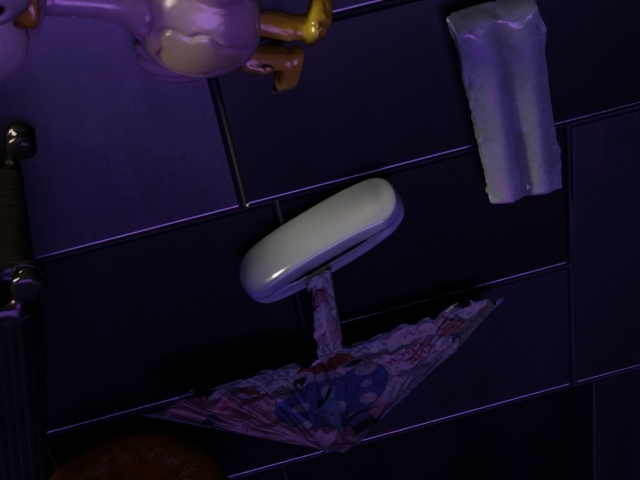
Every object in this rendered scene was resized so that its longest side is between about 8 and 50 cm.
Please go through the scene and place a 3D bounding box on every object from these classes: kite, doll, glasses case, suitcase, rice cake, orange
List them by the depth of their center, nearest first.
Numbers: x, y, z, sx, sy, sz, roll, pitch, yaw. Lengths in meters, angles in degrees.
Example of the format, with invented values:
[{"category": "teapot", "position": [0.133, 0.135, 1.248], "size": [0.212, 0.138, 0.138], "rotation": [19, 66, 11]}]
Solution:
[{"category": "doll", "position": [-0.179, -0.182, 0.980], "size": [0.365, 0.094, 0.160], "rotation": [-1, 156, -22]}, {"category": "suitcase", "position": [-0.315, 0.099, 1.090], "size": [0.152, 0.230, 0.335], "rotation": [-4, 129, -12]}, {"category": "rice cake", "position": [0.180, -0.129, 1.168], "size": [0.085, 0.040, 0.226], "rotation": [-19, 131, -1]}, {"category": "glasses case", "position": [0.000, 0.000, 1.205], "size": [0.178, 0.067, 0.045], "rotation": [-30, 131, 10]}, {"category": "orange", "position": [-0.203, 0.333, 1.313], "size": [0.248, 0.249, 0.183], "rotation": [-8, 124, -9]}, {"category": "kite", "position": [0.012, 0.144, 1.315], "size": [0.405, 0.014, 0.368], "rotation": [-18, 143, -7]}]
